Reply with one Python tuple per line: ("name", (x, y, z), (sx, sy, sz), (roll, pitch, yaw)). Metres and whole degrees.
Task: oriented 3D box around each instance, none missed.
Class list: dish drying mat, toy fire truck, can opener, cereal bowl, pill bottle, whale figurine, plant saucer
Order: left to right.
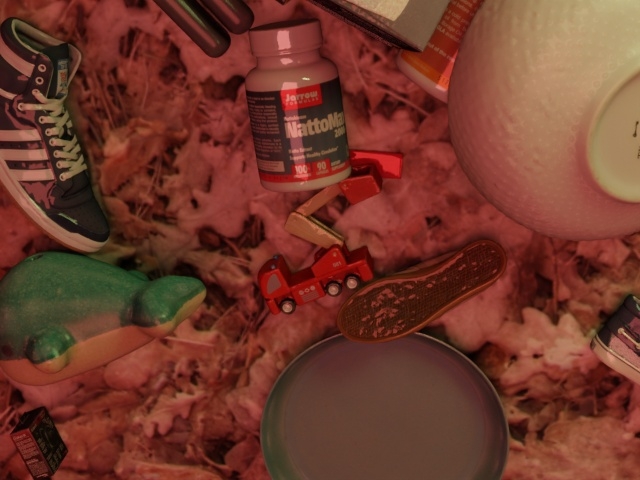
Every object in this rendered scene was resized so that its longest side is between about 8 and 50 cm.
("whale figurine", (-0.272, 0.073, 1.189), (0.272, 0.216, 0.141), (-12, 107, 31))
("can opener", (-0.190, -0.306, 1.049), (0.076, 0.095, 0.283), (-41, 104, 17))
("pill bottle", (-0.028, -0.153, 1.141), (0.108, 0.108, 0.180), (-6, 108, 8))
("toy fire truck", (0.000, 0.000, 1.219), (0.192, 0.047, 0.135), (-21, 109, 13))
("dish drying mat", (0.056, -0.092, 1.207), (0.083, 0.008, 0.032), (5, 110, 5))
("plant saucer", (0.082, 0.250, 1.304), (0.318, 0.043, 0.317), (2, 109, 6))
("pill bottle", (0.182, -0.252, 1.080), (0.121, 0.121, 0.216), (30, 109, -5))
("cereal bowl", (0.307, -0.140, 1.032), (0.339, 0.141, 0.339), (-8, 121, -13))

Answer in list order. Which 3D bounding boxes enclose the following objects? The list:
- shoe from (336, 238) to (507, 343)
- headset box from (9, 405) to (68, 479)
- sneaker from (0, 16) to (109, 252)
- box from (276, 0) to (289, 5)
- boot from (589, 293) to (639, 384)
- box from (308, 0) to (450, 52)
("shoe", (0.124, 0.065, 1.218), (0.219, 0.058, 0.076), (-24, 81, 8))
("headset box", (-0.375, 0.266, 1.344), (0.032, 0.062, 0.083), (-21, 107, 11))
("sneaker", (-0.313, -0.127, 1.184), (0.153, 0.099, 0.282), (-36, 99, 18))
("box", (-0.119, -0.352, 1.109), (0.232, 0.058, 0.087), (27, 110, -4))
("boot", (0.428, 0.145, 1.218), (0.190, 0.069, 0.086), (30, 112, -3))
("box", (0.078, -0.337, 1.014), (0.163, 0.142, 0.247), (26, 97, -14))
